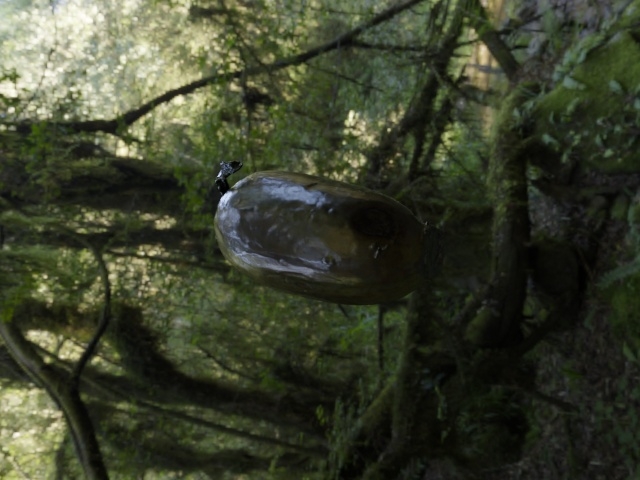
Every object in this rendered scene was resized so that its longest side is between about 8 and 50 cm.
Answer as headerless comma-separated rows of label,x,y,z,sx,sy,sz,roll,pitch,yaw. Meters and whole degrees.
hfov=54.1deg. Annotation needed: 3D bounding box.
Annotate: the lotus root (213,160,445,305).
lotus root,0.000,0.000,0.634,0.124,0.241,0.123,18,-93,-65
